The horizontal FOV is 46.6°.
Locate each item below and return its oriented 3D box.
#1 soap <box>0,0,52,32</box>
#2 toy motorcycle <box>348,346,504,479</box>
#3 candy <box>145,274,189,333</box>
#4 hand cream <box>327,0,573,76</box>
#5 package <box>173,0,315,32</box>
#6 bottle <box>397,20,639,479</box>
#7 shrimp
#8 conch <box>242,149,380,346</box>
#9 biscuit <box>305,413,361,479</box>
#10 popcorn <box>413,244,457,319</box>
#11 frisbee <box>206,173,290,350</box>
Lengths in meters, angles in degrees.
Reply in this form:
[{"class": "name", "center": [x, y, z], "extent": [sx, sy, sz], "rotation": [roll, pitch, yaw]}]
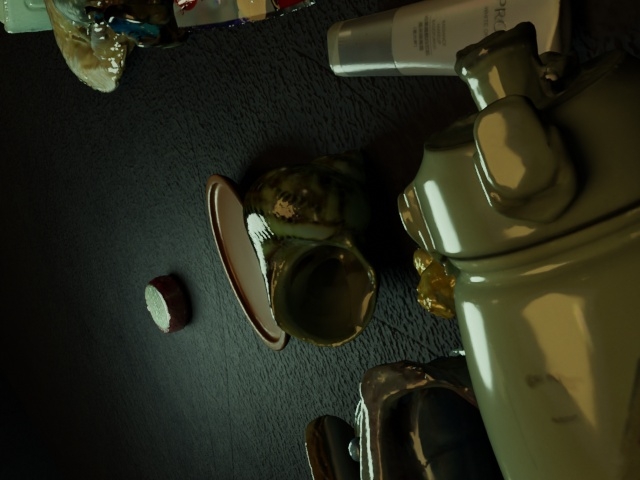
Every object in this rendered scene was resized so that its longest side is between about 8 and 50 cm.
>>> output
[{"class": "soap", "center": [-0.506, -0.468, 1.291], "extent": [0.063, 0.115, 0.198], "rotation": [45, 139, 33]}, {"class": "toy motorcycle", "center": [0.125, 0.258, 0.660], "extent": [0.241, 0.182, 0.319], "rotation": [110, 143, -68]}, {"class": "candy", "center": [-0.268, 0.111, 1.298], "extent": [0.103, 0.043, 0.103], "rotation": [28, 127, 45]}, {"class": "hand cream", "center": [0.102, -0.174, 0.638], "extent": [0.255, 0.048, 0.079], "rotation": [10, 112, 51]}, {"class": "package", "center": [-0.117, -0.334, 0.855], "extent": [0.270, 0.071, 0.194], "rotation": [-8, 119, 45]}, {"class": "bottle", "center": [0.178, 0.036, 0.467], "extent": [0.229, 0.229, 0.351], "rotation": [-19, 98, 56]}, {"class": "shrimp", "center": [-0.338, -0.329, 1.142], "extent": [0.446, 0.110, 0.221], "rotation": [22, 129, 52]}, {"class": "conch", "center": [0.002, -0.002, 0.805], "extent": [0.187, 0.124, 0.181], "rotation": [34, 126, 11]}, {"class": "biscuit", "center": [0.050, 0.278, 0.830], "extent": [0.208, 0.049, 0.181], "rotation": [53, -169, -53]}, {"class": "popcorn", "center": [0.129, 0.037, 0.690], "extent": [0.084, 0.084, 0.084], "rotation": [29, 128, 45]}, {"class": "frisbee", "center": [-0.097, 0.029, 0.994], "extent": [0.251, 0.021, 0.250], "rotation": [50, 152, 39]}]
